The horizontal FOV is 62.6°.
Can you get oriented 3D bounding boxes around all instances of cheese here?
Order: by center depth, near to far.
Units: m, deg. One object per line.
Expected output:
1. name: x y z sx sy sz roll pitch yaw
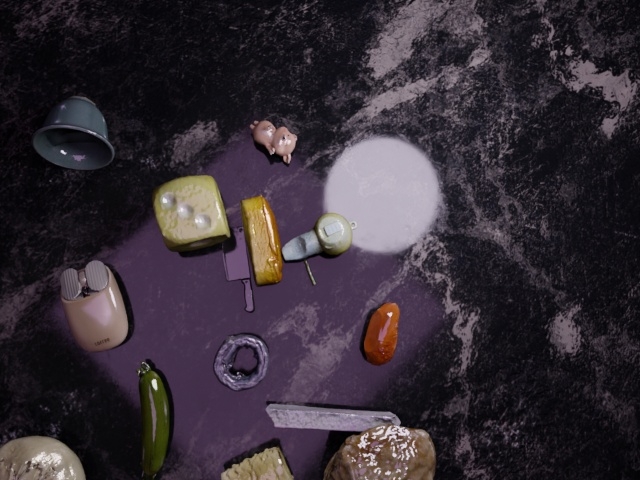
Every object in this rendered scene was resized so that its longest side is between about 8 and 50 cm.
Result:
1. cheese: -0.162 0.623 1.368 0.167 0.094 0.123 -25 88 -8

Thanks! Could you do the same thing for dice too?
1. dice: -0.340 -0.070 1.398 0.166 0.169 0.170 -16 84 -7

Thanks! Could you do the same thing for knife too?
1. knife: -0.231 0.083 1.469 0.072 0.019 0.246 -10 81 -4

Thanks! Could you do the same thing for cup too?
1. cup: -0.650 -0.304 1.408 0.198 0.199 0.150 -1 66 -6

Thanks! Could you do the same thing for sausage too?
1. sausage: 0.172 0.257 1.450 0.089 0.089 0.180 13 84 -4

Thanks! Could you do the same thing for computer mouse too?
1. computer mouse: -0.598 0.176 1.389 0.145 0.082 0.237 -17 86 -7

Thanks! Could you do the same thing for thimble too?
1. thimble: -0.210 0.323 1.399 0.149 0.098 0.150 1 83 -6

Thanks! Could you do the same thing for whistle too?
1. whistle: 0.000 0.000 1.463 0.222 0.123 0.123 -24 86 5

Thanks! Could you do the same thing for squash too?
1. squash: -0.434 0.475 1.374 0.071 0.080 0.319 1 82 -44

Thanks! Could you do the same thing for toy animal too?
1. toy animal: -0.132 -0.293 1.497 0.150 0.089 0.084 33 102 -4

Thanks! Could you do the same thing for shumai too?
1. shumai: 0.172 0.620 1.289 0.314 0.262 0.267 -36 104 1

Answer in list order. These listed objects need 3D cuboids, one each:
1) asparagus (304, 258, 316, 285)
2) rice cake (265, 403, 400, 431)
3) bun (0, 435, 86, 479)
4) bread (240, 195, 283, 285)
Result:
1. asparagus: -0.035 0.072 1.489 0.015 0.014 0.115 -16 85 -41
2. rice cake: 0.033 0.481 1.415 0.364 0.072 0.056 5 86 -5
3. bun: -0.724 0.630 1.289 0.286 0.146 0.288 1 81 -4
4. bread: -0.159 -0.002 1.442 0.094 0.102 0.246 -10 83 -6
